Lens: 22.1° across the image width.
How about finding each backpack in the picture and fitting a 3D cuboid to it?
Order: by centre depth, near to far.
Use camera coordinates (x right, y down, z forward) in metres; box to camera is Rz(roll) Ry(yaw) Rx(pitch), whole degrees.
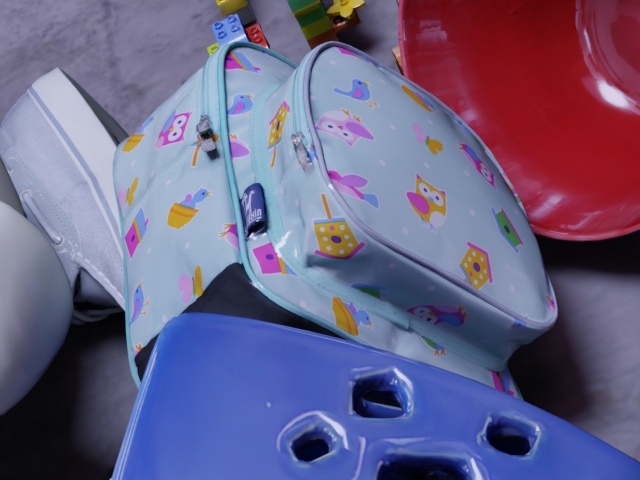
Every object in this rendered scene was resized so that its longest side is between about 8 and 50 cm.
[{"bbox_3d":[0.000,0.000,0.698,0.144,0.166,0.188,-49,36,21],"label":"backpack"}]

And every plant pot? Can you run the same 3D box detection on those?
[{"bbox_3d":[0.047,0.180,0.502,0.212,0.236,0.236,4,56,13],"label":"plant pot"}]

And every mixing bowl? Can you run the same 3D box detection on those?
[{"bbox_3d":[0.135,-0.098,0.743,0.181,0.181,0.098,22,25,35],"label":"mixing bowl"}]

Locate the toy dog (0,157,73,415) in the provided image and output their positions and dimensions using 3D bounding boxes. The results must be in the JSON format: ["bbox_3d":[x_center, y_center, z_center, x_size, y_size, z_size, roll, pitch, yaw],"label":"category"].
[{"bbox_3d":[-0.322,-0.069,0.680,0.395,0.408,0.284,15,53,48],"label":"toy dog"}]

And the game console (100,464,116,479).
[{"bbox_3d":[-0.049,0.143,0.681,0.122,0.107,0.071,-45,22,-14],"label":"game console"}]

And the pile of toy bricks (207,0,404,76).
[{"bbox_3d":[-0.012,-0.132,0.854,0.118,0.105,0.212,-26,48,3],"label":"pile of toy bricks"}]

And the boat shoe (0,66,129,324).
[{"bbox_3d":[-0.111,0.001,0.822,0.081,0.079,0.227,-42,45,5],"label":"boat shoe"}]
